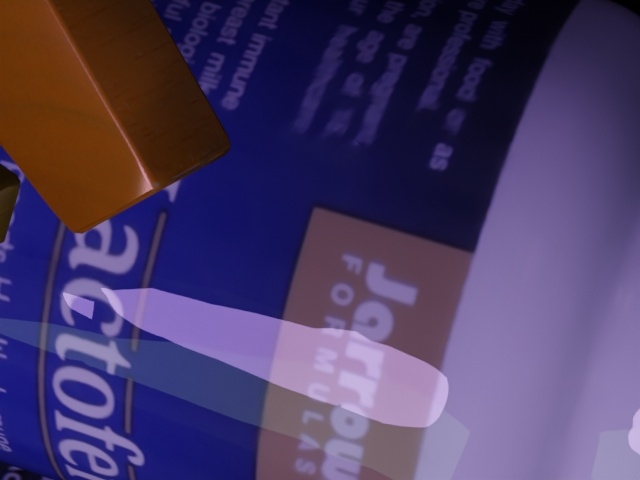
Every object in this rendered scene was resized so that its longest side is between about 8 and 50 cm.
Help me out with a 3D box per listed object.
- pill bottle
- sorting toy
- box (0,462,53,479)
[{"bbox_3d":[0.000,0.000,0.478,0.265,0.153,0.153,16,149,13],"label":"pill bottle"},{"bbox_3d":[-0.131,-0.130,0.369,0.229,0.041,0.307,-24,97,51],"label":"sorting toy"},{"bbox_3d":[-0.071,0.213,0.733,0.472,0.297,0.480,13,149,16],"label":"box"}]
